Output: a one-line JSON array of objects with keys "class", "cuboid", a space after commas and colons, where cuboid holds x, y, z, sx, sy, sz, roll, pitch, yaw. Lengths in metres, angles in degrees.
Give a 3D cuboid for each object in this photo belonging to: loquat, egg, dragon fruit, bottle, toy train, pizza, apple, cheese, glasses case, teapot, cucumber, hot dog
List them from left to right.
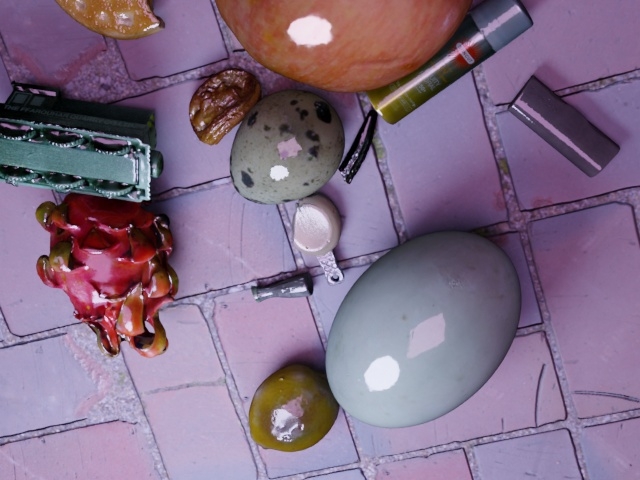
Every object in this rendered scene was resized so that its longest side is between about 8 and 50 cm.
[{"class": "toy train", "cuboid": [-0.423, -0.175, 1.956, 0.330, 0.178, 0.139, 8, 128, 2]}, {"class": "pizza", "cuboid": [-0.371, -0.413, 1.928, 0.246, 0.058, 0.127, 19, 114, 8]}, {"class": "dragon fruit", "cuboid": [-0.364, 0.053, 1.992, 0.307, 0.227, 0.243, 56, 154, 21]}, {"class": "hot dog", "cuboid": [-0.166, -0.229, 1.952, 0.147, 0.065, 0.099, -38, 66, 21]}, {"class": "teapot", "cuboid": [-0.070, 0.088, 2.064, 0.110, 0.043, 0.043, -11, 107, 17]}, {"class": "egg", "cuboid": [-0.061, -0.149, 1.908, 0.177, 0.177, 0.228, 43, 123, -6]}, {"class": "loquat", "cuboid": [-0.054, 0.312, 2.084, 0.195, 0.152, 0.152, -43, 97, 12]}, {"class": "cheese", "cuboid": [-0.007, 0.000, 2.017, 0.092, 0.047, 0.171, 0, 109, 11]}, {"class": "apple", "cuboid": [0.028, -0.407, 1.703, 0.391, 0.391, 0.346, 36, 131, -4]}, {"class": "cucumber", "cuboid": [0.068, -0.159, 1.956, 0.034, 0.033, 0.135, 28, 112, -4]}, {"class": "egg", "cuboid": [0.169, 0.151, 1.917, 0.276, 0.276, 0.389, 41, 108, -6]}, {"class": "bottle", "cuboid": [0.209, -0.300, 1.858, 0.286, 0.082, 0.082, -35, 100, 18]}, {"class": "glasses case", "cuboid": [0.402, -0.187, 1.889, 0.190, 0.042, 0.072, 38, 103, -5]}]
